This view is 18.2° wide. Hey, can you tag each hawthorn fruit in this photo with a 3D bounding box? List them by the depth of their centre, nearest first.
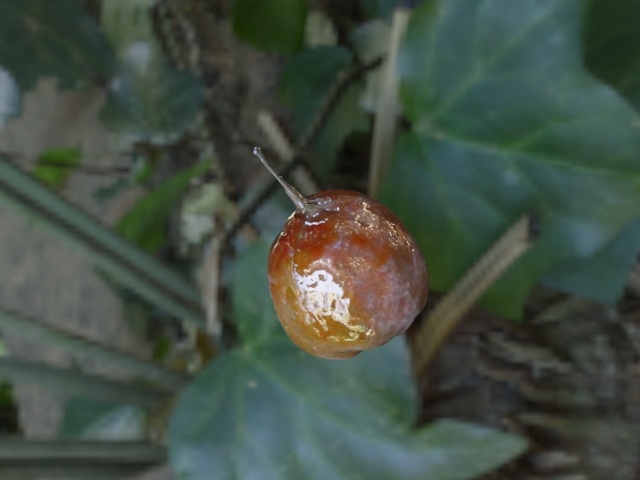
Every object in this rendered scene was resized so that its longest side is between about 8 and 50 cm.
[{"bbox_3d":[0.000,0.000,0.817,0.067,0.067,0.103,-3,124,56],"label":"hawthorn fruit"}]
